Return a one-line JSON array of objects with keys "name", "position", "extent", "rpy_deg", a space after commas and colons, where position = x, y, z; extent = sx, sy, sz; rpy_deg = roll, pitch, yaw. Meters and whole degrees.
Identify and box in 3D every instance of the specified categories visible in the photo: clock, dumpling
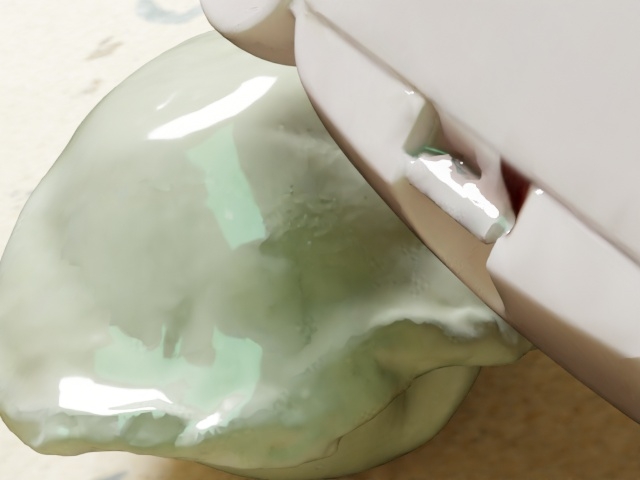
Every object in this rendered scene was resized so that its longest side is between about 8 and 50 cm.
[{"name": "clock", "position": [0.176, -0.040, 0.472], "extent": [0.326, 0.184, 0.342], "rpy_deg": [8, 27, -35]}, {"name": "dumpling", "position": [0.000, 0.000, 0.582], "extent": [0.162, 0.132, 0.250], "rpy_deg": [2, 24, 29]}]
